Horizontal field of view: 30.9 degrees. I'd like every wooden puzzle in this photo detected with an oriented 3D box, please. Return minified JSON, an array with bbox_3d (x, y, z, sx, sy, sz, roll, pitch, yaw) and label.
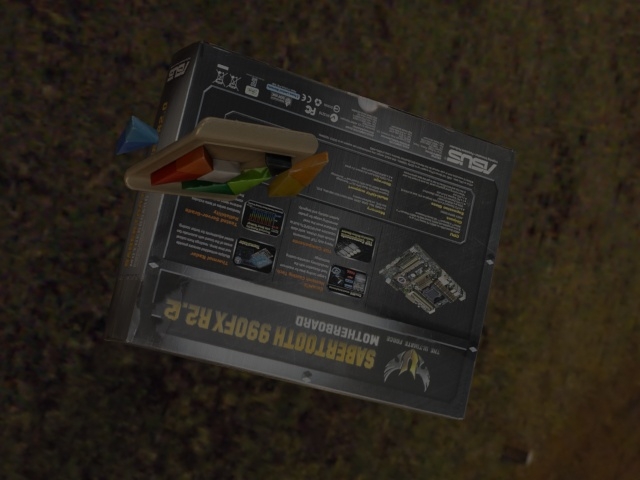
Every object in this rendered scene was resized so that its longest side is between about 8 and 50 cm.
[{"bbox_3d":[-0.046,-0.035,0.544,0.116,0.078,0.014,3,69,-32],"label":"wooden puzzle"}]

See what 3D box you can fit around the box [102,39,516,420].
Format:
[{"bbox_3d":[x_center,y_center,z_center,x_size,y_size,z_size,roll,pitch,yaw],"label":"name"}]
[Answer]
[{"bbox_3d":[0.000,0.000,0.723,0.231,0.056,0.183,15,82,-23],"label":"box"}]
